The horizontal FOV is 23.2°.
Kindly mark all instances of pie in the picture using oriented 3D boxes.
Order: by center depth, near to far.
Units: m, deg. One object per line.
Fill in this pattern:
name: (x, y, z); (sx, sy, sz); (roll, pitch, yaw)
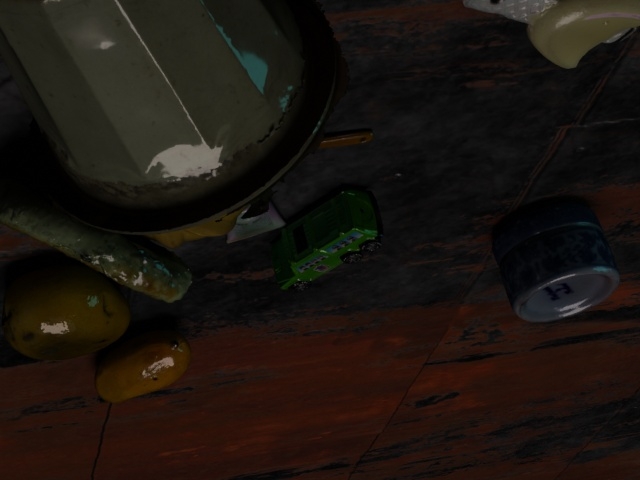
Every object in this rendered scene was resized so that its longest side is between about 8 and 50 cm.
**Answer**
pie: (-0.238, 0.000, 1.604); (0.240, 0.054, 0.240); (25, 178, 1)

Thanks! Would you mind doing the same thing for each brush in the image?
brush: (-0.022, -0.105, 1.697); (0.170, 0.014, 0.043); (-9, 153, -16)

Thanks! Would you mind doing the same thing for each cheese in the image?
cheese: (0.233, -0.228, 1.538); (0.235, 0.050, 0.127); (8, 147, -42)

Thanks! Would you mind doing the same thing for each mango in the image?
mango: (-0.295, 0.089, 1.848); (0.137, 0.098, 0.195); (-32, 155, 24)
mango: (-0.241, 0.169, 2.070); (0.098, 0.075, 0.190); (14, 150, -36)

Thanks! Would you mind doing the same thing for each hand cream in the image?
hand cream: (-0.083, -0.029, 1.790); (0.076, 0.047, 0.174); (-16, 164, 1)

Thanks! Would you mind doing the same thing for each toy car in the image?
toy car: (0.000, 0.000, 1.856); (0.165, 0.071, 0.062); (-31, 149, 33)

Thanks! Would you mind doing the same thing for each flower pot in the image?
flower pot: (-0.151, -0.181, 1.225); (0.290, 0.290, 0.259); (-20, 142, 10)

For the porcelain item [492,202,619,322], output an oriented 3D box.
porcelain item: (0.304, 0.026, 2.025); (0.147, 0.114, 0.147); (-14, 154, -7)

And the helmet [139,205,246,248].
helmet: (-0.145, -0.069, 1.544); (0.205, 0.140, 0.257); (-17, 155, 10)
